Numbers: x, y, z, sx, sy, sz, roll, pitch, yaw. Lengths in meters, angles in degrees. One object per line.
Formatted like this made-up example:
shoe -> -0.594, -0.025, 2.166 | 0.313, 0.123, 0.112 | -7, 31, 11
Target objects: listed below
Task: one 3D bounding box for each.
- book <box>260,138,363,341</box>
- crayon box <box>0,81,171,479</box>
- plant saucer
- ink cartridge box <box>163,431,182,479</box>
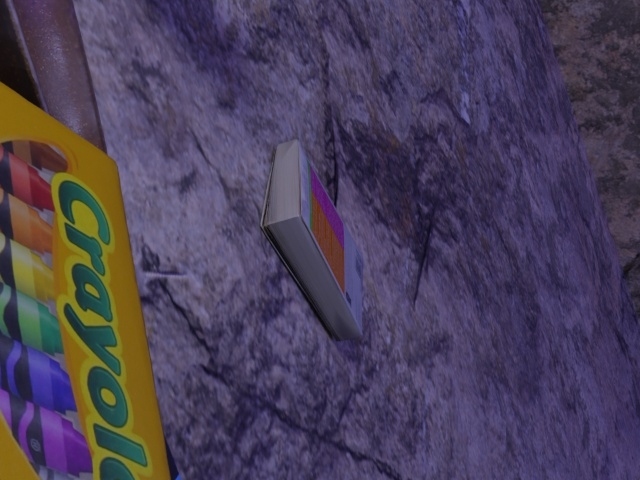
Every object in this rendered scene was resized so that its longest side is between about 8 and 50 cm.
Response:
book -> 0.000, 0.000, 1.104 | 0.096, 0.035, 0.144 | -86, 154, -46
crayon box -> -0.144, 0.020, 0.395 | 0.318, 0.081, 0.202 | 37, 29, -48
plant saucer -> -0.156, -0.139, 0.625 | 0.310, 0.050, 0.311 | 167, -90, -87
ink cartridge box -> -0.116, 0.122, 0.705 | 0.208, 0.045, 0.206 | -47, 121, -67
